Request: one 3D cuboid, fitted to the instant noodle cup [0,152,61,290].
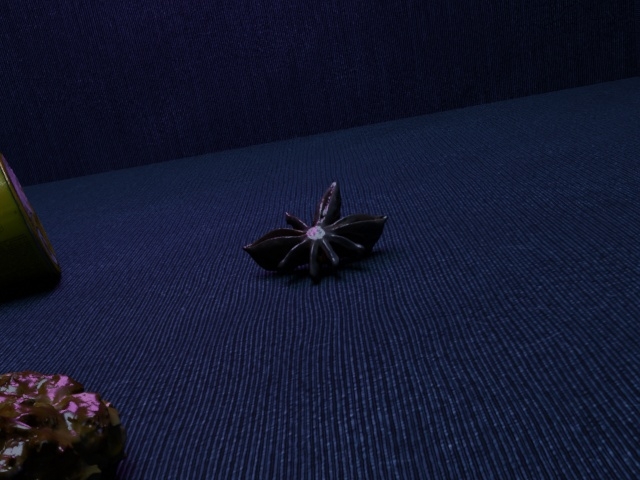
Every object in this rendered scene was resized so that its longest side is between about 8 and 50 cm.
[{"bbox_3d":[-0.773,-0.011,1.532,0.254,0.326,0.325,-27,22,-16],"label":"instant noodle cup"}]

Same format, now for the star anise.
[{"bbox_3d":[0.004,-0.002,1.339,0.257,0.111,0.198,-35,51,-20],"label":"star anise"}]

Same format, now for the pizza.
[{"bbox_3d":[-0.360,0.220,0.751,0.277,0.114,0.409,3,5,-6],"label":"pizza"}]
